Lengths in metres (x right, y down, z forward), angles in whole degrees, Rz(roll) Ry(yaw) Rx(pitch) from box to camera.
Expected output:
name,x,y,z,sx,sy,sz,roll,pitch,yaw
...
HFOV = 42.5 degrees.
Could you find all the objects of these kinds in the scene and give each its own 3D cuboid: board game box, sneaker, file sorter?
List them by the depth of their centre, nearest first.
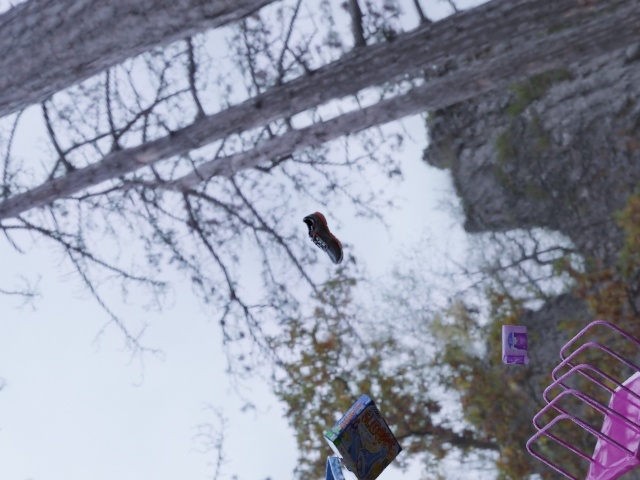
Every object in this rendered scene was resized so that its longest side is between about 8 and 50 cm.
name,x,y,z,sx,sy,sz,roll,pitch,yaw
file sorter,0.589,0.349,1.770,0.182,0.202,0.291,32,-129,5
board game box,0.102,0.470,1.909,0.136,0.035,0.201,-44,-53,-19
sneaker,0.000,0.000,2.097,0.065,0.061,0.158,-13,-117,-39

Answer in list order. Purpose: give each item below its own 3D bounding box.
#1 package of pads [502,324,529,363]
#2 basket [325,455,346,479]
name,x,y,z,sx,sy,sz,roll,pitch,yaw
package of pads,0.384,0.204,1.620,0.083,0.050,0.032,-78,-16,-47
basket,0.027,0.675,1.932,0.255,0.201,0.289,-135,47,-86
